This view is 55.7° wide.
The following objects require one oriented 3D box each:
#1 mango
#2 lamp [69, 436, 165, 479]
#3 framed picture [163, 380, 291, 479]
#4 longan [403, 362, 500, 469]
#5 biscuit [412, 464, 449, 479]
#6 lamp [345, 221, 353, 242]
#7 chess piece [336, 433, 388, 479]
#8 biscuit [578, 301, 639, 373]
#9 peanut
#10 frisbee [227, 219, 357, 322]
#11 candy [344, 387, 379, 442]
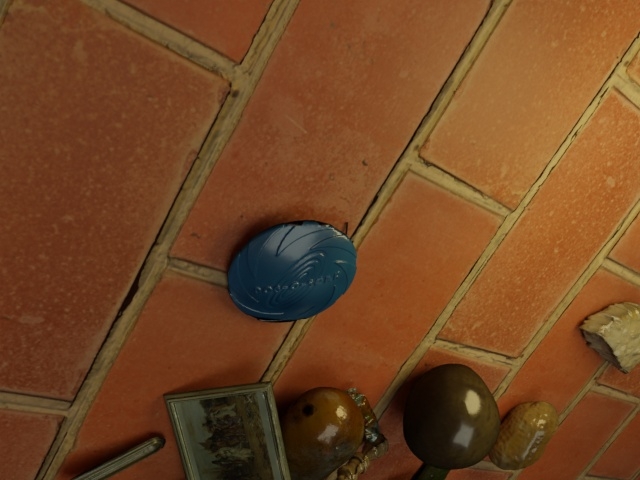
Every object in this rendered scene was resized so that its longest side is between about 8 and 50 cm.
[{"bbox_3d":[-0.007,0.428,1.294,0.192,0.146,0.316,-10,139,-18],"label":"mango"},{"bbox_3d":[-0.356,0.533,1.198,0.203,0.124,0.283,-26,98,-16],"label":"lamp"},{"bbox_3d":[-0.177,0.405,1.188,0.217,0.017,0.275,-9,111,3],"label":"framed picture"},{"bbox_3d":[0.300,0.404,1.383,0.246,0.215,0.246,-38,154,-22],"label":"longan"},{"bbox_3d":[0.267,0.702,1.654,0.099,0.038,0.323,14,112,-35],"label":"biscuit"},{"bbox_3d":[-0.001,0.000,1.095,0.121,0.041,0.054,-1,128,-22],"label":"lamp"},{"bbox_3d":[0.092,0.507,1.387,0.172,0.060,0.060,-25,135,-52],"label":"chess piece"},{"bbox_3d":[0.806,0.247,1.601,0.281,0.084,0.179,35,101,-36],"label":"biscuit"},{"bbox_3d":[0.544,0.524,1.620,0.129,0.129,0.224,21,111,-34],"label":"peanut"},{"bbox_3d":[-0.045,0.069,1.084,0.242,0.045,0.242,-9,130,-11],"label":"frisbee"},{"bbox_3d":[0.092,0.388,1.371,0.053,0.046,0.182,-29,123,-3],"label":"candy"}]
